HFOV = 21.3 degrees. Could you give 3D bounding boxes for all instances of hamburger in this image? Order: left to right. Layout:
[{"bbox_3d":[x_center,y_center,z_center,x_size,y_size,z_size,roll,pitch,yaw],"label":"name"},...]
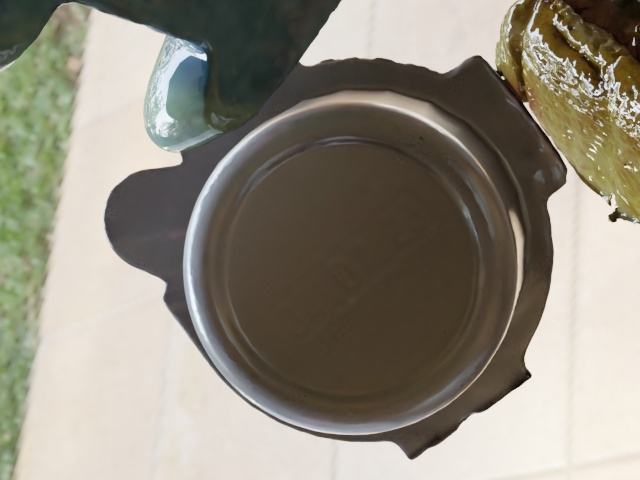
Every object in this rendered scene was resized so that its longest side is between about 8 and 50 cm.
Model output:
[{"bbox_3d":[0.256,-0.105,1.230,0.155,0.282,0.245,-32,-2,-12],"label":"hamburger"}]

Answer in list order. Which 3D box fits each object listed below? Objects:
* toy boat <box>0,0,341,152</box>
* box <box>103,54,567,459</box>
[{"bbox_3d":[-0.065,-0.210,0.761,0.123,0.215,0.330,33,106,52],"label":"toy boat"},{"bbox_3d":[0.000,0.000,0.996,0.206,0.291,0.262,-36,-42,-86],"label":"box"}]
